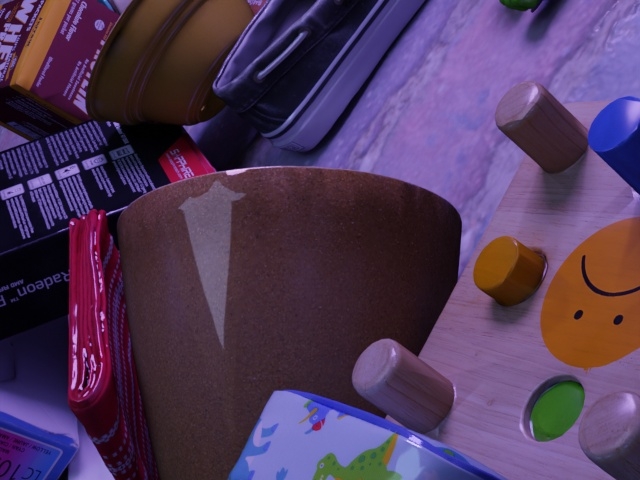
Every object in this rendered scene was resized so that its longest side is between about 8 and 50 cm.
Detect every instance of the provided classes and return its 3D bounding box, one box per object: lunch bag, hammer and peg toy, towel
[{"bbox_3d":[0.062,0.164,0.658,0.176,0.219,0.090,13,69,56],"label":"lunch bag"},{"bbox_3d":[0.197,0.029,0.649,0.361,0.127,0.266,5,62,57],"label":"hammer and peg toy"},{"bbox_3d":[-0.122,0.131,0.940,0.031,0.275,0.199,-17,41,4],"label":"towel"}]

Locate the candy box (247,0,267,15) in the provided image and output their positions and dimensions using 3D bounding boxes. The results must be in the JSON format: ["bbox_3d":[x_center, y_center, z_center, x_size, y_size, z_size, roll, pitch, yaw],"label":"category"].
[{"bbox_3d":[-0.020,-0.285,1.315,0.186,0.053,0.109,-59,32,5],"label":"candy box"}]

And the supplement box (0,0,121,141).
[{"bbox_3d":[-0.278,-0.180,1.467,0.194,0.191,0.129,1,65,55],"label":"supplement box"}]

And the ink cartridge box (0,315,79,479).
[{"bbox_3d":[-0.414,0.255,1.322,0.395,0.151,0.270,-55,26,17],"label":"ink cartridge box"}]

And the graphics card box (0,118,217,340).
[{"bbox_3d":[-0.289,-0.008,1.248,0.371,0.094,0.233,-21,32,-12],"label":"graphics card box"}]

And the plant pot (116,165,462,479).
[{"bbox_3d":[-0.021,0.111,0.845,0.237,0.237,0.254,-22,61,46],"label":"plant pot"}]

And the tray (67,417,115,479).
[{"bbox_3d":[-0.172,0.230,1.128,0.145,0.030,0.270,-42,35,26],"label":"tray"}]

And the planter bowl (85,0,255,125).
[{"bbox_3d":[-0.120,-0.178,1.230,0.217,0.090,0.217,-53,-8,-10],"label":"planter bowl"}]

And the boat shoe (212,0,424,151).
[{"bbox_3d":[0.023,-0.242,1.150,0.335,0.119,0.121,-60,31,0],"label":"boat shoe"}]

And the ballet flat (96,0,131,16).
[{"bbox_3d":[-0.295,-0.321,1.737,0.248,0.086,0.086,11,74,56],"label":"ballet flat"}]

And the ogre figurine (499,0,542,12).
[{"bbox_3d":[0.155,-0.279,1.016,0.118,0.097,0.197,-53,18,34],"label":"ogre figurine"}]
